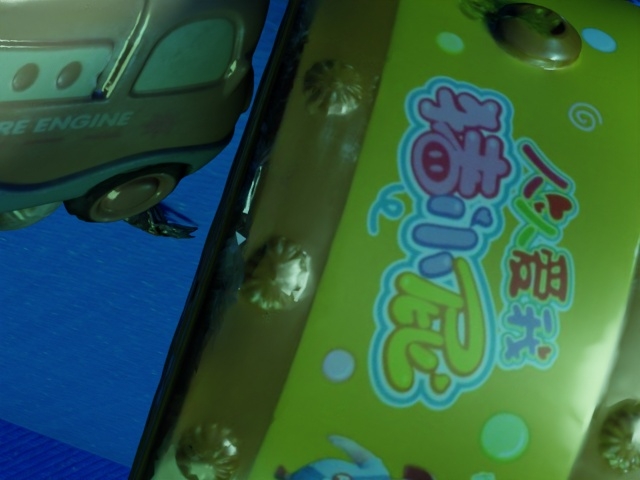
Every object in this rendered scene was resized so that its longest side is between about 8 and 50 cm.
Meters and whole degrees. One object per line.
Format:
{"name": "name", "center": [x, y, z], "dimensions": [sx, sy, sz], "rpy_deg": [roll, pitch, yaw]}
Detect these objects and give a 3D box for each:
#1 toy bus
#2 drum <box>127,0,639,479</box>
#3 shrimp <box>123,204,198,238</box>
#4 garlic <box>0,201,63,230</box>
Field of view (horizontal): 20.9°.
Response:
{"name": "toy bus", "center": [-0.152, -0.134, 0.877], "dimensions": [0.288, 0.194, 0.232], "rpy_deg": [-10, 154, -37]}
{"name": "drum", "center": [0.036, 0.044, 0.936], "dimensions": [0.214, 0.431, 0.431], "rpy_deg": [18, 163, -5]}
{"name": "shrimp", "center": [-0.156, -0.018, 1.601], "dimensions": [0.038, 0.029, 0.092], "rpy_deg": [-1, 159, 46]}
{"name": "garlic", "center": [-0.272, -0.068, 1.476], "dimensions": [0.198, 0.090, 0.128], "rpy_deg": [11, 150, 37]}
